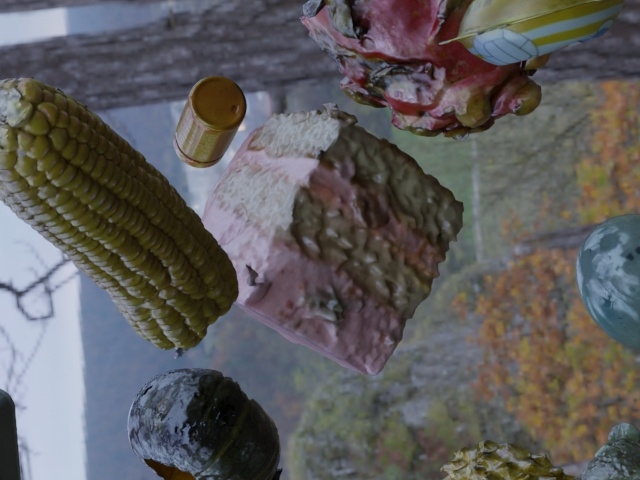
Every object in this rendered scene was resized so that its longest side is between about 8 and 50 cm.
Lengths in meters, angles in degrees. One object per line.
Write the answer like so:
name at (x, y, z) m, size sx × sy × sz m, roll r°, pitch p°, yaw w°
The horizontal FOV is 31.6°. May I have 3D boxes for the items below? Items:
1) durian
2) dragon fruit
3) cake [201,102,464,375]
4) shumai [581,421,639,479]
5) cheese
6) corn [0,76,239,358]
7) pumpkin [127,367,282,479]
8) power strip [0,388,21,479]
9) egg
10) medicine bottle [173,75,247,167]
durian at (0.272, 0.390, 1.520) m, size 0.195 × 0.305 × 0.185 m, roll -56°, pitch -46°, yaw -37°
dragon fruit at (0.170, -0.257, 1.391) m, size 0.263 × 0.314 × 0.296 m, roll 55°, pitch 177°, yaw -5°
cake at (0.000, 0.000, 1.684) m, size 0.293 × 0.314 × 0.306 m, roll 11°, pitch 70°, yaw 60°
shumai at (0.312, 0.224, 1.171) m, size 0.083 × 0.082 × 0.080 m, roll -30°, pitch 43°, yaw 42°
cheese at (0.228, -0.210, 1.005) m, size 0.270 × 0.177 × 0.069 m, roll -10°, pitch 99°, yaw 41°
corn at (-0.149, -0.014, 0.802) m, size 0.291 × 0.101 × 0.101 m, roll 52°, pitch -164°, yaw -51°
pumpkin at (-0.223, 0.374, 2.142) m, size 0.192 × 0.320 × 0.320 m, roll -58°, pitch -7°, yaw -25°
power strip at (-0.480, 0.303, 1.459) m, size 0.059 × 0.194 × 0.264 m, roll -45°, pitch -40°, yaw -64°
egg at (0.433, 0.058, 1.503) m, size 0.236 × 0.169 × 0.169 m, roll 41°, pitch -162°, yaw -39°
medicine bottle at (-0.184, -0.193, 1.861) m, size 0.192 × 0.096 × 0.096 m, roll 135°, pitch 127°, yaw -69°
